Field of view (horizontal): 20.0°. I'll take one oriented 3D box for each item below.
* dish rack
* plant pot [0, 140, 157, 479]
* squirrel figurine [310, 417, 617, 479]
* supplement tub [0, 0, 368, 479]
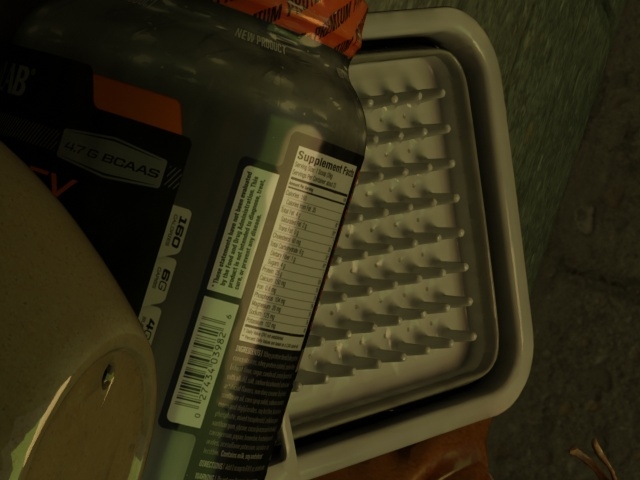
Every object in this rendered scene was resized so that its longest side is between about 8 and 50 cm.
[{"bbox_3d":[0.000,0.000,1.170,0.333,0.072,0.285,-12,95,-43],"label":"dish rack"},{"bbox_3d":[-0.177,0.068,0.720,0.284,0.191,0.284,17,90,-75],"label":"plant pot"},{"bbox_3d":[0.047,0.245,1.287,0.397,0.370,0.281,-40,154,-56],"label":"squirrel figurine"},{"bbox_3d":[-0.092,0.006,0.933,0.193,0.194,0.316,16,91,-74],"label":"supplement tub"}]
